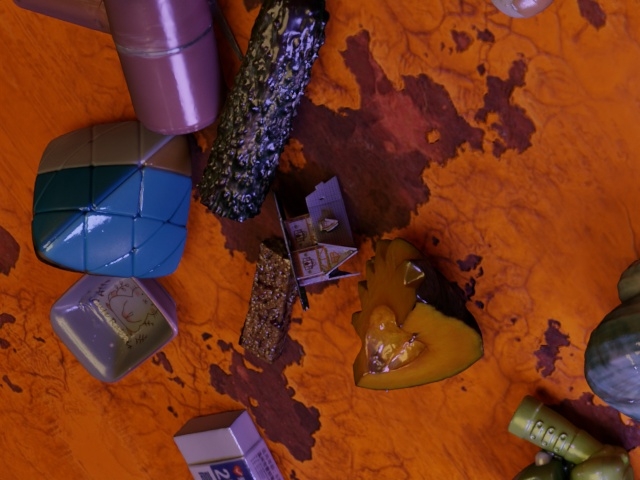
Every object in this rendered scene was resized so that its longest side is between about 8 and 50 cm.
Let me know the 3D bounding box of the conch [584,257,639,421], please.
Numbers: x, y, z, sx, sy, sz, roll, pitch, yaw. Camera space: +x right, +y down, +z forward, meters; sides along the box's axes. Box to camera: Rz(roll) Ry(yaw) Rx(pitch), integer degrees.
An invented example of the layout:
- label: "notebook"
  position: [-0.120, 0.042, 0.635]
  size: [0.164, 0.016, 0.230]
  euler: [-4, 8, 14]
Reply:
- label: "conch"
  position: [0.408, 0.125, 1.738]
  size: [0.220, 0.195, 0.277]
  euler: [-14, 87, 17]

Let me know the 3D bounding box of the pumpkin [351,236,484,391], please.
- label: "pumpkin"
  position: [0.133, 0.084, 1.946]
  size: [0.149, 0.130, 0.254]
  euler: [3, 147, -15]

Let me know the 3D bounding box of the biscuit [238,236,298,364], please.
- label: "biscuit"
  position: [-0.068, 0.085, 2.105]
  size: [0.064, 0.034, 0.199]
  euler: [27, 130, 17]

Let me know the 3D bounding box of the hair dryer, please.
- label: "hair dryer"
  position: [-0.276, -0.280, 1.972]
  size: [0.352, 0.125, 0.210]
  euler: [21, 137, 37]

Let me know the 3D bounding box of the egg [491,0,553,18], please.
- label: "egg"
  position: [0.224, -0.279, 1.662]
  size: [0.083, 0.071, 0.071]
  euler: [-29, 100, 38]

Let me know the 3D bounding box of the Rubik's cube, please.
- label: "Rubik's cube"
  position: [-0.240, -0.051, 2.068]
  size: [0.254, 0.254, 0.254]
  euler: [16, 126, 24]

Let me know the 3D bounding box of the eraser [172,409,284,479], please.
- label: "eraser"
  position: [-0.121, 0.361, 2.291]
  size: [0.124, 0.068, 0.210]
  euler: [-14, 109, 39]

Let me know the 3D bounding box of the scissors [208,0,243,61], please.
- label: "scissors"
  position: [-0.143, -0.308, 1.922]
  size: [0.100, 0.015, 0.189]
  euler: [-13, 111, 40]

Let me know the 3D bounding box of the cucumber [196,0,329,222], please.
- label: "cucumber"
  position: [-0.063, -0.182, 1.898]
  size: [0.096, 0.096, 0.359]
  euler: [33, 130, 11]

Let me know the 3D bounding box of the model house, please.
- label: "model house"
  position: [0.000, 0.000, 1.973]
  size: [0.088, 0.117, 0.167]
  euler: [-15, 88, 3]

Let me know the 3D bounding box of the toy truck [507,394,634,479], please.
- label: "toy truck"
  position: [0.318, 0.314, 1.934]
  size: [0.187, 0.148, 0.210]
  euler: [14, 104, 24]

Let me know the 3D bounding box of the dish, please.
- label: "dish"
  position: [-0.301, 0.112, 2.254]
  size: [0.154, 0.064, 0.234]
  euler: [50, 131, -3]
